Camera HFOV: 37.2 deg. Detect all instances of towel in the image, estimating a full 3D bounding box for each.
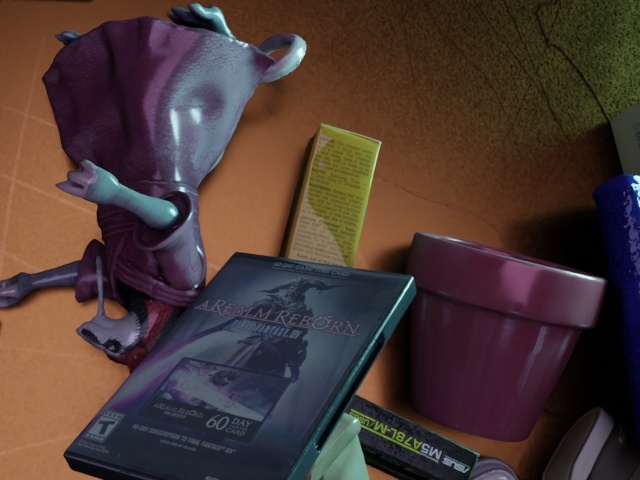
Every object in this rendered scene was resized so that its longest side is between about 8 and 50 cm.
[{"bbox_3d":[0.363,0.090,1.019,0.227,0.076,0.308,6,73,-53],"label":"towel"}]

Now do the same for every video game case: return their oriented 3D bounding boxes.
[{"bbox_3d":[-0.059,0.109,0.810,0.196,0.026,0.274,7,40,29],"label":"video game case"}]

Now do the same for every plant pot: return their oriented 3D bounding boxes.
[{"bbox_3d":[0.174,0.100,0.980,0.201,0.201,0.180,13,95,-8],"label":"plant pot"}]

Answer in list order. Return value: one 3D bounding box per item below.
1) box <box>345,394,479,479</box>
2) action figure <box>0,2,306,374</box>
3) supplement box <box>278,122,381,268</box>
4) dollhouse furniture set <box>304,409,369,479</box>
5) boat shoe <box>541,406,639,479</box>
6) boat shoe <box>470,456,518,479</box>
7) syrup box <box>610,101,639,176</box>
[{"bbox_3d":[0.037,0.187,0.933,0.190,0.184,0.045,27,72,-6],"label":"box"},{"bbox_3d":[-0.171,-0.034,0.957,0.275,0.248,0.370,2,79,-38],"label":"action figure"},{"bbox_3d":[0.000,0.000,1.011,0.080,0.078,0.233,13,79,-8],"label":"supplement box"},{"bbox_3d":[-0.123,0.332,0.765,0.394,0.362,0.256,-43,132,-35],"label":"dollhouse furniture set"},{"bbox_3d":[0.250,0.323,0.990,0.091,0.109,0.305,35,73,1],"label":"boat shoe"},{"bbox_3d":[0.114,0.335,0.968,0.277,0.096,0.098,-43,90,-14],"label":"boat shoe"},{"bbox_3d":[0.474,-0.129,1.111,0.236,0.096,0.093,-11,83,-11],"label":"syrup box"}]
